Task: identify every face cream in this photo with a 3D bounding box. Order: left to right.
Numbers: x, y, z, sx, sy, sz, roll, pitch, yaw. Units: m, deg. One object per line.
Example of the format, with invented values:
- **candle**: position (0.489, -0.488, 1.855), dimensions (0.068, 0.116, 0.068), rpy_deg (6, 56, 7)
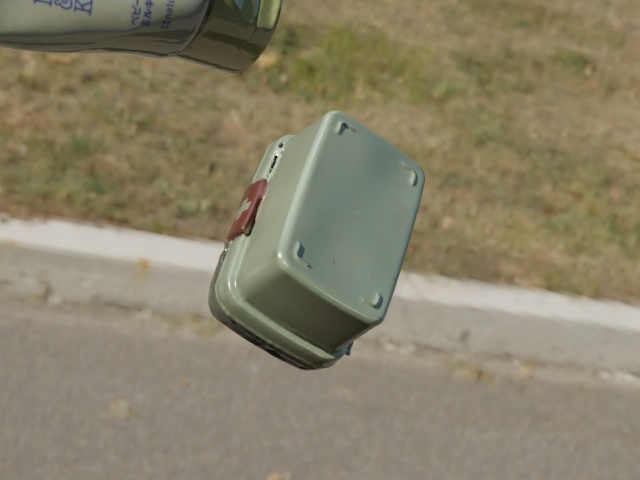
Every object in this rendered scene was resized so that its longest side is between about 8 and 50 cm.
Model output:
- **face cream**: position (-0.127, -0.142, 0.800), dimensions (0.224, 0.114, 0.070), rpy_deg (14, -14, -38)

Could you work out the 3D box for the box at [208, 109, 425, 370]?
- **box**: position (0.000, 0.000, 1.444), dimensions (0.148, 0.129, 0.210), rpy_deg (33, 52, -19)
